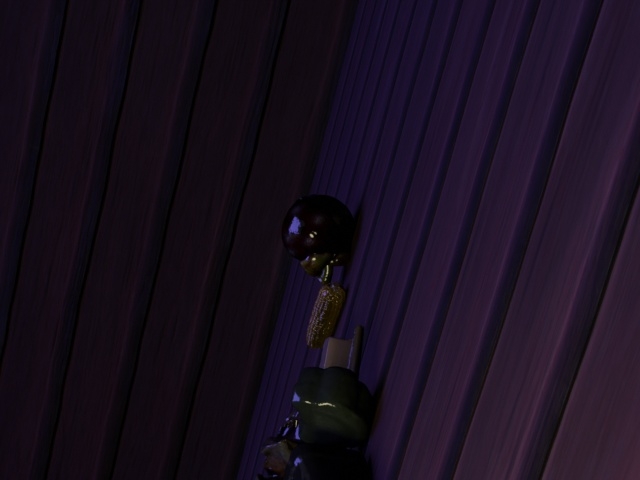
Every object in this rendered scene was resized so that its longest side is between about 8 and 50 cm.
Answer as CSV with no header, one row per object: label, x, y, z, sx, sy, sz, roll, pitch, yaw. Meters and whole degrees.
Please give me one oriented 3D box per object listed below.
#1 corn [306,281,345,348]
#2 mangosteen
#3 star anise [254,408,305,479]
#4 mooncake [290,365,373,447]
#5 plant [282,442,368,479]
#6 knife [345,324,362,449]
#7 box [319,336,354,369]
corn,0.011,0.181,2.414,0.068,0.068,0.207,-87,13,-54
mangosteen,0.000,0.000,2.452,0.194,0.194,0.230,132,123,-75
star anise,-0.055,0.472,1.943,0.332,0.118,0.331,6,-90,-75
mooncake,0.012,0.304,1.805,0.175,0.168,0.104,-47,27,45
plant,0.005,0.439,1.713,0.256,0.142,0.164,-135,57,-77
knife,0.064,0.298,1.988,0.047,0.017,0.298,125,158,-55
box,0.033,0.262,2.114,0.089,0.062,0.122,134,148,-76
